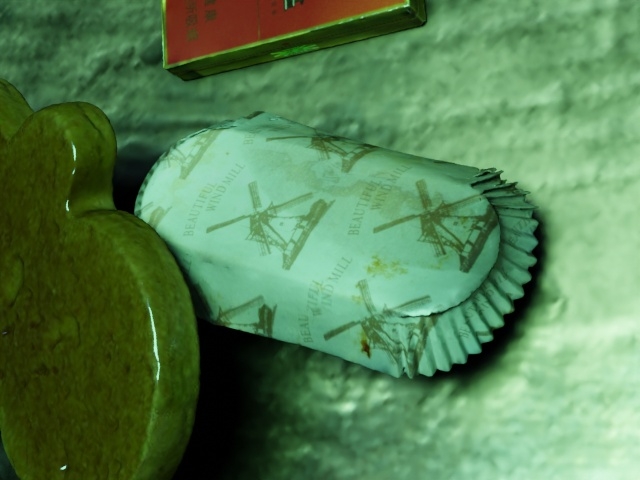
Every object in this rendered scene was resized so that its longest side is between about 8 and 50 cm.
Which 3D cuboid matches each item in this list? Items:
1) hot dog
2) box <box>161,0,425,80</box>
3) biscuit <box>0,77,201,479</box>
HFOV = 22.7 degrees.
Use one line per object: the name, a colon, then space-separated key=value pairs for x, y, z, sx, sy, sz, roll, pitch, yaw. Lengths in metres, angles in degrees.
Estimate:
hot dog: x=0.000 y=0.000 z=0.701 sx=0.191 sy=0.059 sz=0.108 roll=15 pitch=69 yaw=33
box: x=-0.017 y=-0.133 z=0.769 sx=0.133 sy=0.023 sz=0.090 roll=-10 pitch=73 yaw=24
biscuit: x=-0.126 y=0.028 z=0.737 sx=0.236 sy=0.039 sz=0.180 roll=50 pitch=123 yaw=39
